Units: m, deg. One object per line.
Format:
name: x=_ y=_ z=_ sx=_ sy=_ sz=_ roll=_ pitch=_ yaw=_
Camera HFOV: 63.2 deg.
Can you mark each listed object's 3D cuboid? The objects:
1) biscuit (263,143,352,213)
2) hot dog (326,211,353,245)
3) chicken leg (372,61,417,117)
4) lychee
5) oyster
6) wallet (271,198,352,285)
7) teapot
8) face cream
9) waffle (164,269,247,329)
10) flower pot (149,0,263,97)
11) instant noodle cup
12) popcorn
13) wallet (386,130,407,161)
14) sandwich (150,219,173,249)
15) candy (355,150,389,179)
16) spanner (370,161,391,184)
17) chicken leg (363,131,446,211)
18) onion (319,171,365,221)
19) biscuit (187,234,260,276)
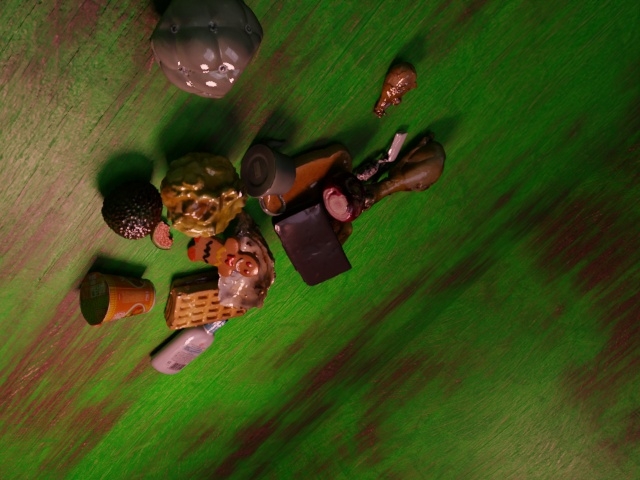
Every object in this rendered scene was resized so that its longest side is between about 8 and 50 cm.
biscuit: x=-0.041 y=-0.188 z=1.804 sx=0.343 sy=0.057 sz=0.287 roll=-27 pitch=146 yaw=-15
hot dog: x=0.000 y=0.000 z=2.002 sx=0.257 sy=0.150 sz=0.153 roll=-52 pitch=154 yaw=23
chicken leg: x=0.241 y=-0.485 z=1.685 sx=0.101 sy=0.085 sz=0.208 roll=-20 pitch=153 yaw=-43
lychee: x=-0.510 y=-0.087 z=1.420 sx=0.171 sy=0.171 sz=0.171 roll=-24 pitch=145 yaw=-18
oyster: x=-0.233 y=0.085 z=1.778 sx=0.111 sy=0.204 sz=0.397 roll=-51 pitch=157 yaw=-62
wallet: x=-0.027 y=0.022 z=1.867 sx=0.197 sy=0.051 sz=0.378 roll=-24 pitch=131 yaw=4
teapot: x=-0.142 y=-0.196 z=1.603 sx=0.149 sy=0.162 sz=0.240 roll=2 pitch=88 yaw=-50
face cream: x=-0.511 y=0.403 z=2.077 sx=0.336 sy=0.080 sz=0.163 roll=-41 pitch=146 yaw=6
waffle: x=-0.405 y=0.211 z=1.931 sx=0.327 sy=0.098 sz=0.224 roll=-9 pitch=136 yaw=-33
flower pot: x=-0.252 y=-0.440 z=1.145 sx=0.195 sy=0.246 sz=0.246 roll=33 pitch=110 yaw=-22
instant noodle cup: x=-0.630 y=0.180 z=1.642 sx=0.185 sy=0.168 sz=0.168 roll=4 pitch=130 yaw=-54
popcorn: x=-0.321 y=-0.127 z=1.461 sx=0.249 sy=0.225 sz=0.250 roll=21 pitch=90 yaw=-77
wallet: x=0.277 y=-0.347 z=1.921 sx=0.061 sy=0.025 sz=0.122 roll=-20 pitch=145 yaw=-42
sandwich: x=-0.498 y=-0.018 z=1.622 sx=0.067 sy=0.029 sz=0.135 roll=-29 pitch=145 yaw=-22
candy: x=0.166 y=-0.247 z=1.903 sx=0.226 sy=0.094 sz=0.051 roll=-42 pitch=129 yaw=-2
spanner: x=0.197 y=-0.205 z=2.037 sx=0.054 sy=0.015 sz=0.255 roll=1 pitch=131 yaw=-43
chicken leg: x=0.295 y=-0.235 z=1.968 sx=0.429 sy=0.153 sz=0.201 roll=-29 pitch=140 yaw=-11
onion: x=0.071 y=-0.151 z=1.788 sx=0.135 sy=0.173 sz=0.198 roll=-29 pitch=-168 yaw=-33
biscuit: x=-0.315 y=0.049 z=1.706 sx=0.036 sy=0.249 sz=0.166 roll=-60 pitch=174 yaw=-59
